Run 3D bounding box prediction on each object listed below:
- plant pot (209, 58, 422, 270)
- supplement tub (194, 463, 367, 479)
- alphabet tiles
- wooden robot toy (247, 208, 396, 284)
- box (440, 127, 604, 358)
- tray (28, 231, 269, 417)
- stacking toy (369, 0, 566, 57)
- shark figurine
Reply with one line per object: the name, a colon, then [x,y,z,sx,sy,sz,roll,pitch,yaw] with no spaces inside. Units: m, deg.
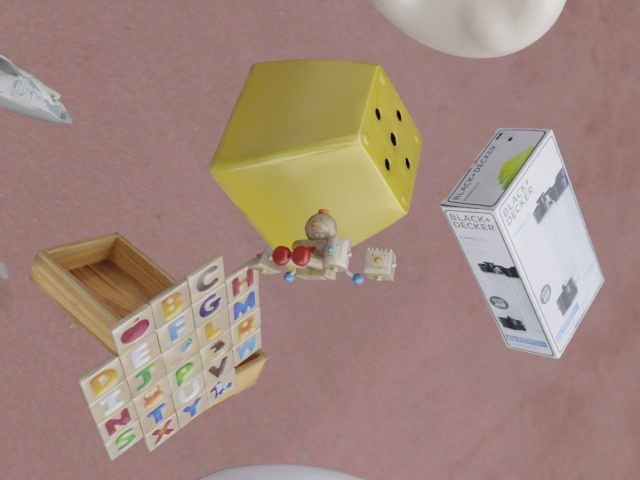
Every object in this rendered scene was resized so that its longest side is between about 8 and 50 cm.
plant pot: [0.014,-0.113,1.072,0.212,0.187,0.212,53,41,-38]
supplement tub: [-0.026,0.282,0.445,0.191,0.191,0.272,49,34,-33]
alphabet tiles: [-0.194,0.169,1.147,0.285,0.011,0.343,-35,150,-26]
wooden robot toy: [0.000,0.000,0.882,0.076,0.173,0.079,33,63,-52]
box: [0.290,0.006,1.144,0.169,0.087,0.290,-49,126,-28]
tray: [-0.311,0.143,1.484,0.203,0.411,0.076,-20,141,-58]
stacking toy: [0.277,-0.537,1.196,0.480,0.350,0.351,-54,126,-24]
shark figurine: [-0.488,-0.227,1.099,0.116,0.278,0.166,-57,170,-3]
